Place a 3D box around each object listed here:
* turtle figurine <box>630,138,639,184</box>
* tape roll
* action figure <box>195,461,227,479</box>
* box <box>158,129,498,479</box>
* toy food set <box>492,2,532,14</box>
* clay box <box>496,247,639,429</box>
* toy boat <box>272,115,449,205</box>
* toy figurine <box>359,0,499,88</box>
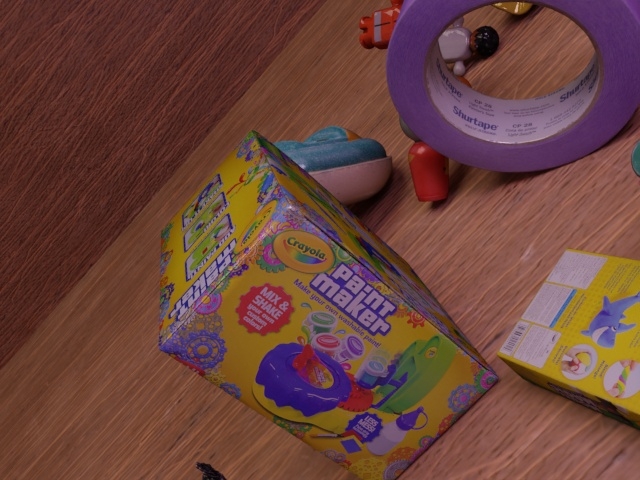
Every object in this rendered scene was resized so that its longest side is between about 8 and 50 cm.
[{"bbox_3d":[0.308,-0.030,0.492,0.175,0.234,0.118,53,123,23],"label":"turtle figurine"},{"bbox_3d":[0.216,-0.206,0.736,0.275,0.275,0.090,-26,34,42],"label":"tape roll"},{"bbox_3d":[-0.188,0.393,0.748,0.164,0.141,0.276,9,60,49],"label":"action figure"},{"bbox_3d":[-0.008,0.062,0.723,0.177,0.290,0.279,-47,24,8],"label":"box"},{"bbox_3d":[0.373,-0.461,1.097,0.218,0.071,0.128,-49,48,7],"label":"toy food set"},{"bbox_3d":[0.260,0.083,0.523,0.127,0.053,0.222,-53,26,-10],"label":"clay box"},{"bbox_3d":[0.053,-0.128,0.996,0.318,0.148,0.267,-2,11,40],"label":"toy boat"},{"bbox_3d":[0.187,-0.329,1.047,0.148,0.209,0.213,2,48,41],"label":"toy figurine"}]
